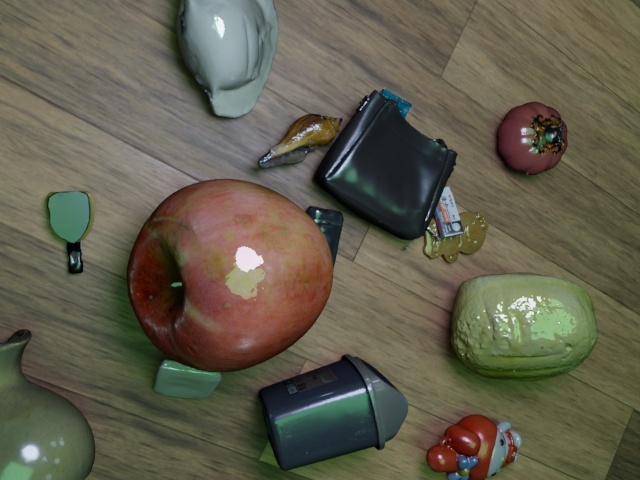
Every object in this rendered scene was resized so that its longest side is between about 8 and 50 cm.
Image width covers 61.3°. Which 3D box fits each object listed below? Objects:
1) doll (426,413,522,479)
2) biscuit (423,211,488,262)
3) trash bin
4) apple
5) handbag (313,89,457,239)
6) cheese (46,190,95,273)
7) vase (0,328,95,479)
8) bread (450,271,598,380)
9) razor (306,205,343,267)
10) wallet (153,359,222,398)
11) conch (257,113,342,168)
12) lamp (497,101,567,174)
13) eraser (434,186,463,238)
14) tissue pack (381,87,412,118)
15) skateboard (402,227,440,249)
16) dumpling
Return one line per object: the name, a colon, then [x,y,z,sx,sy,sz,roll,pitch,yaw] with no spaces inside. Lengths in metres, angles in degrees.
doll: [0.381,0.511,1.331,0.290,0.129,0.161,13,95,-33]
biscuit: [0.334,-0.011,1.341,0.183,0.027,0.134,5,90,-18]
trash bin: [0.025,0.364,1.168,0.290,0.209,0.183,-14,99,-12]
apple: [-0.158,0.061,1.014,0.363,0.364,0.365,-1,93,-18]
handbag: [0.157,-0.163,1.217,0.285,0.113,0.257,31,88,-19]
cheese: [-0.485,-0.016,1.060,0.086,0.036,0.163,-5,95,-21]
vase: [-0.598,0.363,0.968,0.329,0.241,0.303,-32,90,12]
bread: [0.464,0.202,1.254,0.320,0.320,0.238,5,72,-19]
razor: [0.000,0.000,1.214,0.089,0.054,0.148,9,91,-19]
wallet: [-0.268,0.280,1.086,0.124,0.183,0.032,11,58,-15]
conch: [-0.044,-0.222,1.173,0.232,0.086,0.080,-30,61,-12]
lamp: [0.528,-0.253,1.334,0.181,0.140,0.182,0,89,-16]
eraser: [0.302,-0.067,1.304,0.052,0.029,0.122,-9,76,-13]
tissue pack: [0.154,-0.274,1.264,0.085,0.028,0.138,23,90,-23]
skateboard: [0.240,0.003,1.296,0.083,0.032,0.064,-44,101,2]
dumpling: [-0.181,-0.407,1.097,0.226,0.243,0.175,-28,62,-33]
